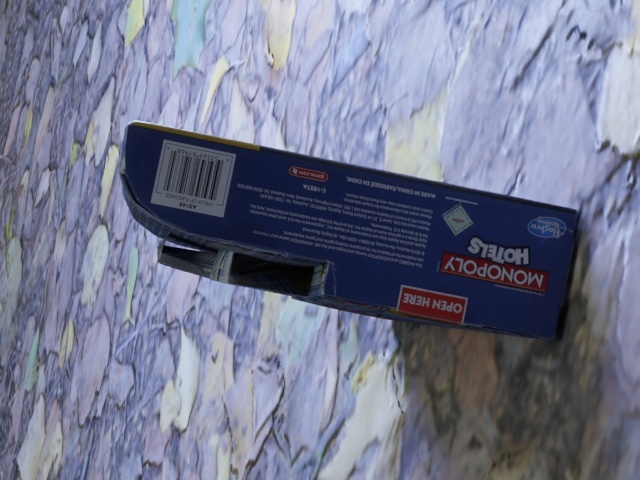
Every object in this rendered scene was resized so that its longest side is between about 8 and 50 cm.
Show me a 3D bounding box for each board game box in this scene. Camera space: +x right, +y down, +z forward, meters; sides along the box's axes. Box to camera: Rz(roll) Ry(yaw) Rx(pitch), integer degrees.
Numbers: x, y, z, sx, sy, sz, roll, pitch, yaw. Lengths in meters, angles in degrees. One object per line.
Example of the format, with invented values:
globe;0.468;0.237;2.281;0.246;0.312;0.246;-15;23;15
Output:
board game box;0.000;0.000;0.881;0.194;0.194;0.060;150;132;-84
